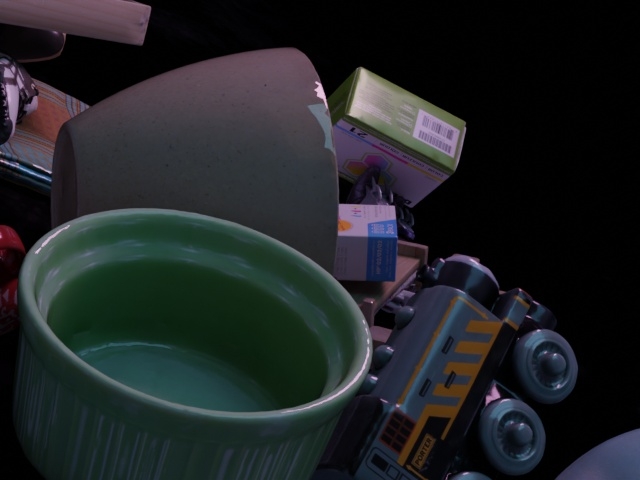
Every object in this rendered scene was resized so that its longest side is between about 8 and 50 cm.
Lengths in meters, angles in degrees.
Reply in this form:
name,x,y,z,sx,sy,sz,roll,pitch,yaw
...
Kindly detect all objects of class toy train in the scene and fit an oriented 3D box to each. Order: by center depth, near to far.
name,x,y,z,sx,sy,sz,roll,pitch,yaw
toy train,0.123,0.171,1.527,0.190,0.142,0.334,39,62,-14

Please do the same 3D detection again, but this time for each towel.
name,x,y,z,sx,sy,sz,roll,pitch,yaw
towel,-0.362,-0.144,1.785,0.370,0.040,0.271,23,24,-34

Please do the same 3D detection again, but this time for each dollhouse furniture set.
name,x,y,z,sx,sy,sz,roll,pitch,yaw
dollhouse furniture set,0.038,0.129,1.838,0.355,0.174,0.303,12,24,22

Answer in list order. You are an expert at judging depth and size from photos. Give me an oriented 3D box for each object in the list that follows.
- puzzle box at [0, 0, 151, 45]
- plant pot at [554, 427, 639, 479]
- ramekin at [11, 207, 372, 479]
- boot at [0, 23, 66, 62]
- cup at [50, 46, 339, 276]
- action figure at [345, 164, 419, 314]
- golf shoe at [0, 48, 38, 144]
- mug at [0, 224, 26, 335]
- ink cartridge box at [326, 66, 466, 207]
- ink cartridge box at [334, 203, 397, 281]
name,x,y,z,sx,sy,sz,roll,pitch,yaw
puzzle box,-0.436,-0.320,1.810,0.409,0.052,0.272,23,14,35
plant pot,0.400,0.315,1.690,0.293,0.196,0.293,35,7,-5
ramekin,-0.120,0.114,1.312,0.303,0.148,0.303,13,30,-8
boot,-0.404,-0.259,1.865,0.198,0.077,0.137,10,7,-20
cup,-0.146,-0.034,1.559,0.237,0.331,0.331,-1,33,-19
action figure,0.118,0.025,2.131,0.185,0.099,0.285,29,23,-37
golf shoe,-0.345,-0.160,1.681,0.094,0.077,0.198,25,24,-33
mug,-0.310,0.044,1.298,0.150,0.113,0.169,-1,0,22
ink cartridge box,0.069,-0.123,2.273,0.189,0.255,0.097,26,56,-16
ink cartridge box,0.000,0.000,1.836,0.181,0.061,0.104,2,22,0
